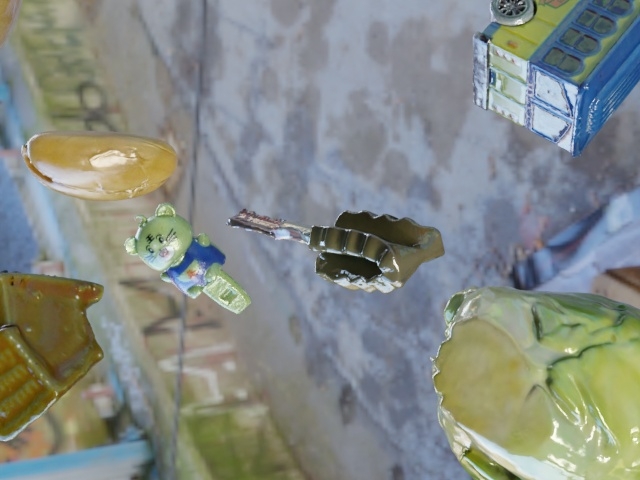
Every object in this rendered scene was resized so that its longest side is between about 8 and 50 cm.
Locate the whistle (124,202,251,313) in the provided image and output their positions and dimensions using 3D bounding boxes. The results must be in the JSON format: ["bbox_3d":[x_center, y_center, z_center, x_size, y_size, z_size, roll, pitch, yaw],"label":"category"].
[{"bbox_3d":[-0.201,0.036,1.969,0.105,0.227,0.085,-44,16,14],"label":"whistle"}]

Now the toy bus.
[{"bbox_3d":[0.319,-0.259,1.500,0.175,0.288,0.138,32,157,24],"label":"toy bus"}]

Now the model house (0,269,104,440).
[{"bbox_3d":[-0.449,0.190,1.851,0.268,0.173,0.239,-37,48,20],"label":"model house"}]

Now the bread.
[{"bbox_3d":[-0.266,-0.089,1.546,0.114,0.189,0.077,148,119,-66],"label":"bread"}]

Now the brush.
[{"bbox_3d":[0.000,0.000,1.309,0.301,0.084,0.071,11,122,49],"label":"brush"}]

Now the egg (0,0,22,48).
[{"bbox_3d":[-0.463,-0.283,1.231,0.301,0.374,0.301,-7,74,28],"label":"egg"}]

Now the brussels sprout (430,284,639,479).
[{"bbox_3d":[0.262,0.189,1.406,0.344,0.344,0.268,6,78,58],"label":"brussels sprout"}]
